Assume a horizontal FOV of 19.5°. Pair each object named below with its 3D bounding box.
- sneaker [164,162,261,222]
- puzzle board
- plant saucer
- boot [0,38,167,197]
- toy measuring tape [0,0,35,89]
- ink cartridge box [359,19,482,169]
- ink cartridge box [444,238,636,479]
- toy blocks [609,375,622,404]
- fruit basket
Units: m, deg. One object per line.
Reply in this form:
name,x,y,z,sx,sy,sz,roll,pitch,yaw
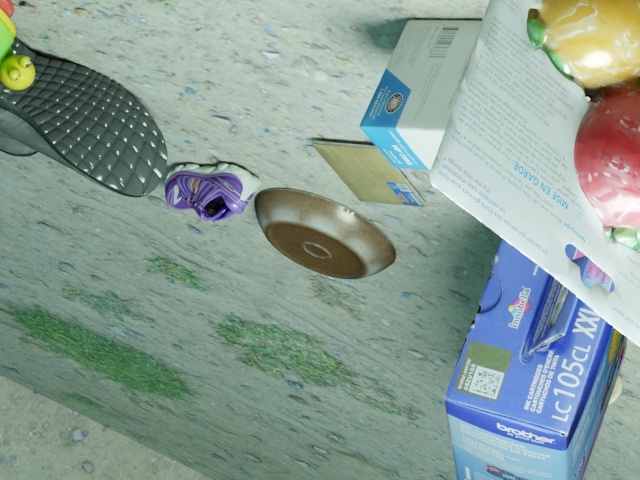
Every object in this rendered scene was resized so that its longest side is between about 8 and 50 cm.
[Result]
sneaker,-0.149,-0.056,2.377,0.068,0.071,0.170,37,156,-30
puzzle board,0.059,-0.079,2.191,0.096,0.011,0.128,6,153,36
plant saucer,0.000,0.000,2.403,0.198,0.036,0.198,20,159,8
boot,-0.346,-0.151,2.336,0.338,0.118,0.223,36,161,-1
toy measuring tape,-0.453,-0.286,2.116,0.330,0.121,0.121,41,155,-15
ink cartridge box,0.168,-0.136,1.776,0.231,0.134,0.078,7,152,38
ink cartridge box,0.253,0.132,2.128,0.151,0.270,0.395,16,157,16
toy blocks,0.307,0.159,2.431,0.123,0.054,0.148,0,148,45
fruit basket,0.238,-0.104,1.484,0.327,0.353,0.165,35,155,-28
